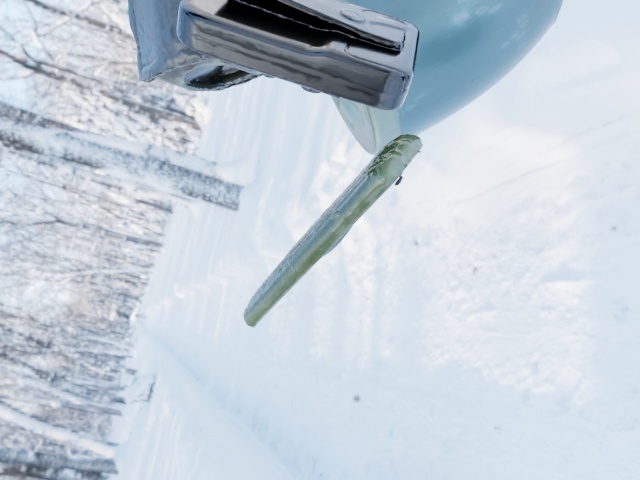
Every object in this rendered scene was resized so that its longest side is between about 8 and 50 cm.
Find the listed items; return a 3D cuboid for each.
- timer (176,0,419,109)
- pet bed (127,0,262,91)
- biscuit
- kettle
[{"bbox_3d":[-0.012,-0.176,0.508,0.144,0.188,0.055,-73,1,-53],"label":"timer"},{"bbox_3d":[-0.136,-0.281,0.687,0.159,0.183,0.210,-17,-81,-58],"label":"pet bed"},{"bbox_3d":[0.000,0.000,0.675,0.322,0.038,0.099,-46,1,46],"label":"biscuit"},{"bbox_3d":[0.166,-0.305,0.887,0.247,0.342,0.319,63,177,-8],"label":"kettle"}]
